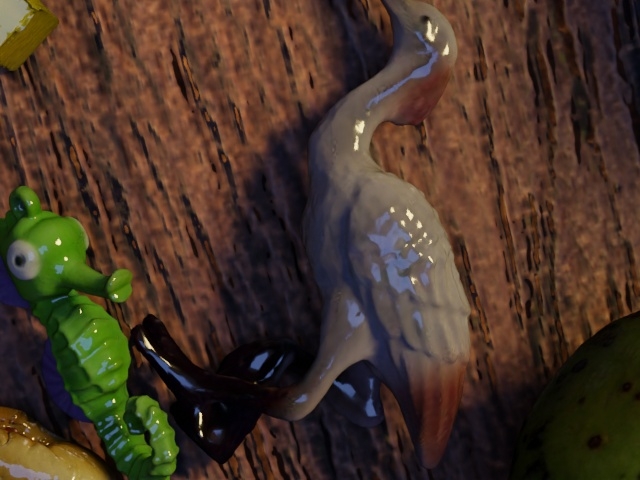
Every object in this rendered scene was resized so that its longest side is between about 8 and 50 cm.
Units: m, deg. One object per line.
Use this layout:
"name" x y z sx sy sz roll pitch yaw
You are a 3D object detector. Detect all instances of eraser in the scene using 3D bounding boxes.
"eraser" -0.209 -0.153 0.778 0.122 0.097 0.045 44 90 -7

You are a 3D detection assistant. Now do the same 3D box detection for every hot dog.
"hot dog" -0.241 0.136 0.802 0.242 0.084 0.073 -4 95 -2

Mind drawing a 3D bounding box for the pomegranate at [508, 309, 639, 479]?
"pomegranate" 0.229 0.164 0.765 0.254 0.254 0.271 -14 135 -3

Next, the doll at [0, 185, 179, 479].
"doll" -0.134 0.057 0.792 0.050 0.115 0.190 -27 95 -35

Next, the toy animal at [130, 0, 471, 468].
"toy animal" 0.026 -0.003 0.806 0.195 0.090 0.324 26 92 1
